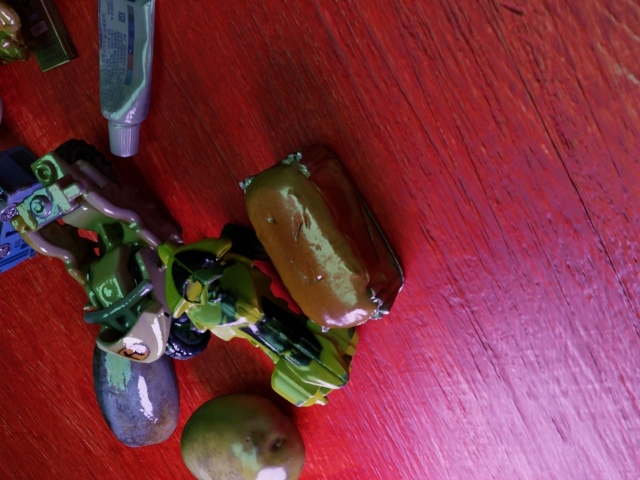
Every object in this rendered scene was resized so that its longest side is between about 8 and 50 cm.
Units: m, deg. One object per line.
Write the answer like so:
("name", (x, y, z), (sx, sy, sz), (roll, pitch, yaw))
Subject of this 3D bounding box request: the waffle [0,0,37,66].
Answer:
("waffle", (-0.561, -0.393, 1.273), (0.302, 0.068, 0.325), (50, 167, -19))

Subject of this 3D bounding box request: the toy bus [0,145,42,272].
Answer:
("toy bus", (-0.593, -0.053, 1.571), (0.116, 0.133, 0.234), (41, 131, 13))

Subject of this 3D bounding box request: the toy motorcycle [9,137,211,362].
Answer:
("toy motorcycle", (-0.324, 0.029, 1.321), (0.169, 0.237, 0.410), (-30, 95, 20))

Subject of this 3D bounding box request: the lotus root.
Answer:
("lotus root", (-0.354, 0.245, 1.554), (0.158, 0.140, 0.322), (15, 123, 35))

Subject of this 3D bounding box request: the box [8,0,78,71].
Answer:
("box", (-0.447, -0.344, 1.333), (0.090, 0.023, 0.133), (-9, 110, 43))

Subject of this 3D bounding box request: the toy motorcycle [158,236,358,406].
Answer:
("toy motorcycle", (-0.100, 0.100, 1.197), (0.342, 0.206, 0.142), (36, 96, 0))

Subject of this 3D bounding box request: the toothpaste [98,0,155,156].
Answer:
("toothpaste", (-0.290, -0.259, 1.231), (0.099, 0.068, 0.282), (10, 117, 1))

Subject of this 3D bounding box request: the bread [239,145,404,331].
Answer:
("bread", (0.000, 0.000, 1.105), (0.136, 0.107, 0.241), (-22, 101, 44))

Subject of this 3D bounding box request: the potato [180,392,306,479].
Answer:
("potato", (-0.130, 0.350, 1.417), (0.228, 0.148, 0.197), (-43, 72, 46))

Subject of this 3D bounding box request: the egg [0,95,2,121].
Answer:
("egg", (-0.670, -0.230, 1.482), (0.188, 0.188, 0.253), (50, 144, 4))

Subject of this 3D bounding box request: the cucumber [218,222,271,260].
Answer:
("cucumber", (-0.105, 0.005, 1.243), (0.105, 0.048, 0.048), (13, 124, 32))

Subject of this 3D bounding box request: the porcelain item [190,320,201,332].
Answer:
("porcelain item", (-0.165, 0.085, 1.337), (0.021, 0.075, 0.136), (163, 116, -64))
